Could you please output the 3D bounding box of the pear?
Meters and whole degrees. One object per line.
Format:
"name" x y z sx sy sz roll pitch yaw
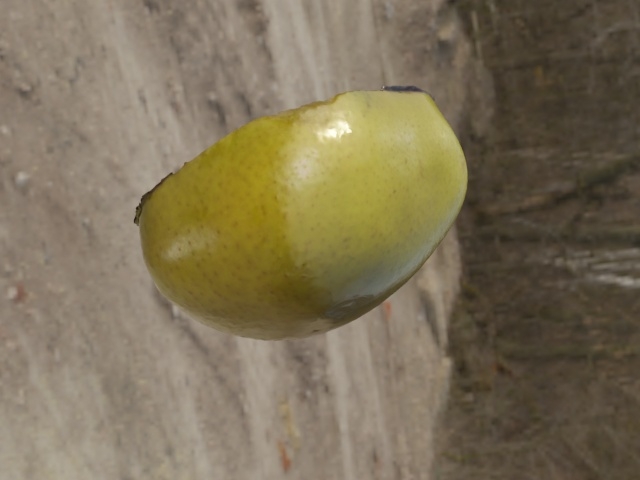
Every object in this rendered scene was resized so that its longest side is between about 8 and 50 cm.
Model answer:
"pear" 0.000 0.000 1.388 0.340 0.387 0.191 78 -13 -66
